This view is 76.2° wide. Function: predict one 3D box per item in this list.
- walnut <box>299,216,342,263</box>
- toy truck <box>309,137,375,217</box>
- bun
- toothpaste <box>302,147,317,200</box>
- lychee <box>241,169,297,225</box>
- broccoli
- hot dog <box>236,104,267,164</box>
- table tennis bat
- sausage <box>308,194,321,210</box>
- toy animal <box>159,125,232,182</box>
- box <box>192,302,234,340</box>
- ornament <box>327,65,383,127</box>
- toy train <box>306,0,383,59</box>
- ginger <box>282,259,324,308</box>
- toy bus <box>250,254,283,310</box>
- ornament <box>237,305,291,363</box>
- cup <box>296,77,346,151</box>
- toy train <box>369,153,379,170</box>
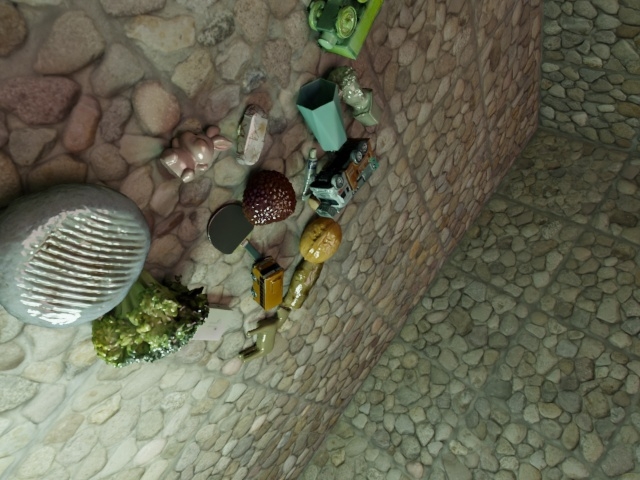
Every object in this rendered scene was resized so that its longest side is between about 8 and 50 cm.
[{"bbox_3d":[0.000,0.000,1.699,0.207,0.159,0.159,-50,144,-5],"label":"walnut"},{"bbox_3d":[0.089,-0.238,1.589,0.338,0.132,0.185,-55,135,-26],"label":"toy truck"},{"bbox_3d":[-0.588,0.023,0.967,0.361,0.211,0.363,-27,133,-33],"label":"bun"},{"bbox_3d":[-0.039,-0.254,1.578,0.061,0.037,0.216,-27,138,-42],"label":"toothpaste"},{"bbox_3d":[-0.175,-0.147,1.379,0.188,0.188,0.188,-29,135,-35],"label":"lychee"},{"bbox_3d":[-0.507,0.202,1.200,0.293,0.347,0.281,-68,141,-76],"label":"broccoli"},{"bbox_3d":[-0.217,-0.333,1.295,0.099,0.053,0.192,-9,118,-48],"label":"hot dog"},{"bbox_3d":[-0.289,-0.013,1.459,0.173,0.022,0.301,-50,142,-13],"label":"table tennis bat"},{"bbox_3d":[0.053,-0.212,1.682,0.234,0.071,0.071,-43,141,-23],"label":"sausage"},{"bbox_3d":[-0.345,-0.264,1.142,0.213,0.124,0.124,-51,144,-21],"label":"toy animal"},{"bbox_3d":[-0.408,0.301,1.514,0.129,0.051,0.130,22,97,-54],"label":"box"},{"bbox_3d":[0.125,-0.528,1.499,0.285,0.129,0.121,28,68,-55],"label":"ornament"},{"bbox_3d":[0.083,-0.724,1.290,0.188,0.159,0.272,18,100,-60],"label":"toy train"},{"bbox_3d":[-0.077,0.179,1.783,0.109,0.116,0.263,27,100,-14],"label":"ginger"},{"bbox_3d":[-0.206,0.170,1.600,0.098,0.114,0.201,-28,141,-34],"label":"toy bus"},{"bbox_3d":[-0.234,0.399,1.784,0.244,0.061,0.231,-11,121,-45],"label":"ornament"},{"bbox_3d":[0.018,-0.426,1.439,0.236,0.134,0.148,60,39,-55],"label":"cup"},{"bbox_3d":[0.239,-0.354,1.844,0.045,0.029,0.092,-54,143,-19],"label":"toy train"}]
